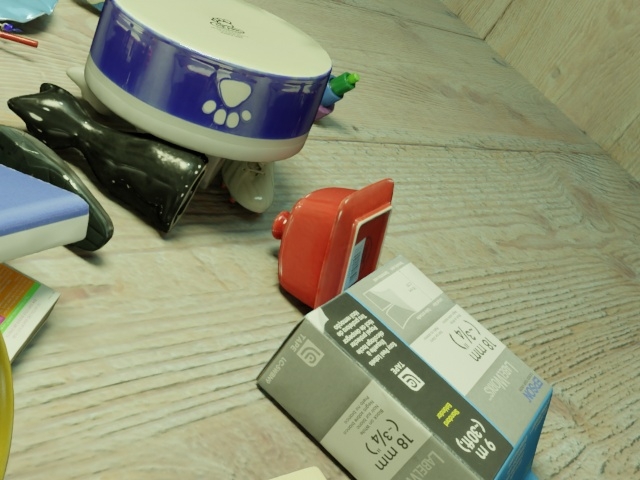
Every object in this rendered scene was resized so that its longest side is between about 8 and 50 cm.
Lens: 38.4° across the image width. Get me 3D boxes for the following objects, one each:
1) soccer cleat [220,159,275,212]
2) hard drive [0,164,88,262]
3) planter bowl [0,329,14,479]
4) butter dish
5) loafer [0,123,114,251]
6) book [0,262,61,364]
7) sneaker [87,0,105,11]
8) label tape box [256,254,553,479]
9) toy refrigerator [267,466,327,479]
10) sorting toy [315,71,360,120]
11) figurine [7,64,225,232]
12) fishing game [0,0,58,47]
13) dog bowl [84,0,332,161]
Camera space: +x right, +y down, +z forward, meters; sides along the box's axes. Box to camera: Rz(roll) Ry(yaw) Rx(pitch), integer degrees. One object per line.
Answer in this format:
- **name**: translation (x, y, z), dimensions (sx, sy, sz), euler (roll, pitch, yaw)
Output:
- **soccer cleat**: translation (-0.085, -0.108, 1.158), dimensions (0.068, 0.076, 0.196), euler (24, 30, -23)
- **hard drive**: translation (-0.354, -0.017, 0.656), dimensions (0.210, 0.040, 0.319), euler (20, 21, 23)
- **planter bowl**: translation (-0.281, 0.109, 0.520), dimensions (0.090, 0.217, 0.217), euler (0, 17, 22)
- **butter dish**: translation (0.000, 0.000, 1.042), dimensions (0.118, 0.160, 0.160), euler (20, 21, 20)
- **loafer**: translation (-0.258, -0.057, 0.894), dimensions (0.170, 0.062, 0.061), euler (43, 23, 10)
- **book**: translation (-0.293, 0.041, 0.727), dimensions (0.144, 0.035, 0.096), euler (32, 29, -7)
- **sneaker**: translation (-0.235, -0.315, 1.295), dimensions (0.240, 0.091, 0.126), euler (19, 32, -33)
- **label tape box**: translation (0.133, 0.183, 0.922), dimensions (0.334, 0.106, 0.240), euler (42, 28, 11)
- **toy refrigerator**: translation (0.012, 0.297, 0.617), dimensions (0.102, 0.094, 0.269), euler (-5, 48, -44)
- **sorting toy**: translation (-0.065, -0.246, 1.300), dimensions (0.365, 0.126, 0.127), euler (6, 67, -53)
- **figurine**: translation (-0.214, -0.129, 1.038), dimensions (0.209, 0.092, 0.215), euler (31, 26, -2)
- **fishing game**: translation (-0.422, -0.325, 1.150), dimensions (0.189, 0.041, 0.264), euler (13, 40, -25)
- **dog bowl**: translation (-0.124, -0.198, 1.042), dimensions (0.265, 0.104, 0.265), euler (19, 26, -10)
